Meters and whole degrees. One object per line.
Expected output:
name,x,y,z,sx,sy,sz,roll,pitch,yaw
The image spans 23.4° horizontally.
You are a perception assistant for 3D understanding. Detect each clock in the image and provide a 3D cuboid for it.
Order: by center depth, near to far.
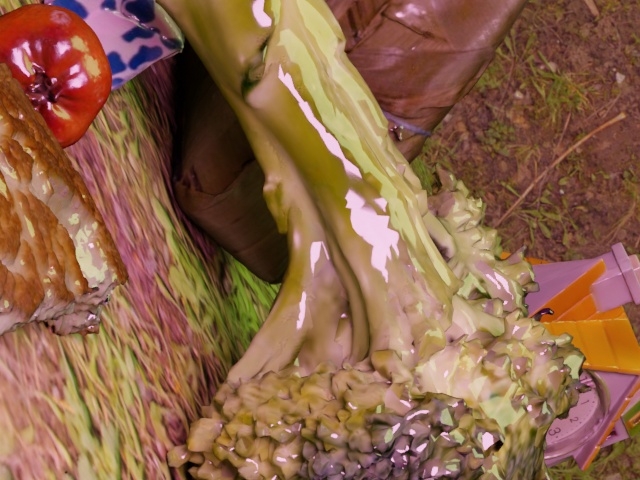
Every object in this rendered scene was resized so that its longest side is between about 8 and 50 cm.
clock,0.177,0.130,1.462,0.166,0.310,0.235,-101,164,-55

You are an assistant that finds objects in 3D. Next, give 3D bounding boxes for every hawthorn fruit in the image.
hawthorn fruit,-0.158,-0.092,0.855,0.081,0.081,0.093,63,-5,-24

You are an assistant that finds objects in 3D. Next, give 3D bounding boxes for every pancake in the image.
pancake,-0.179,-0.038,0.697,0.376,0.054,0.197,52,17,-51

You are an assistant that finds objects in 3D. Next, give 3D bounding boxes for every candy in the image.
candy,-0.149,-0.186,1.114,0.092,0.073,0.160,54,15,-33

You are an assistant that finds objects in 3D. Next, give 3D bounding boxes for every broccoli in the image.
broccoli,0.010,0.021,0.976,0.353,0.275,0.397,-114,179,-51

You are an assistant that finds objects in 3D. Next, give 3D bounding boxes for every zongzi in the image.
zongzi,0.034,-0.202,1.270,0.174,0.393,0.356,33,21,-26
